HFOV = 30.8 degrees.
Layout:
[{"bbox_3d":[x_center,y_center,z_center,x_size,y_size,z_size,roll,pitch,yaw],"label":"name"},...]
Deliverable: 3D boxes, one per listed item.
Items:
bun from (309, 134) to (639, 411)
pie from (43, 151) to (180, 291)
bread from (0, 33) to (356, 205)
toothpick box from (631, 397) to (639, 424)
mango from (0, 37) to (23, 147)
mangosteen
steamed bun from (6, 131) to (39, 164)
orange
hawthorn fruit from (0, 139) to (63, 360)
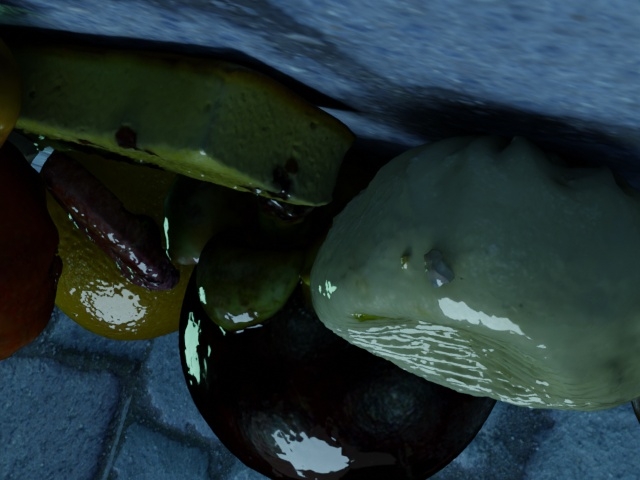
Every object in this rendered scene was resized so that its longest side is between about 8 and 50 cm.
[{"bbox_3d":[0.127,0.016,0.778,0.259,0.160,0.259,20,164,6],"label":"bun"},{"bbox_3d":[-0.173,-0.013,0.948,0.154,0.036,0.154,44,169,11],"label":"pie"},{"bbox_3d":[-0.154,-0.099,0.887,0.361,0.077,0.138,14,176,41],"label":"bread"},{"bbox_3d":[0.409,0.126,1.086,0.192,0.192,0.294,14,-177,32],"label":"toothpick box"},{"bbox_3d":[-0.303,-0.124,0.840,0.219,0.112,0.144,27,146,38],"label":"mango"},{"bbox_3d":[0.010,0.068,1.034,0.330,0.330,0.330,16,177,1],"label":"mangosteen"},{"bbox_3d":[-0.367,-0.117,1.154,0.218,0.144,0.211,47,164,-6],"label":"steamed bun"},{"bbox_3d":[-0.195,-0.010,1.219,0.236,0.236,0.236,16,177,1],"label":"orange"},{"bbox_3d":[-0.354,0.002,0.936,0.299,0.211,0.211,4,-173,-44],"label":"hawthorn fruit"}]
